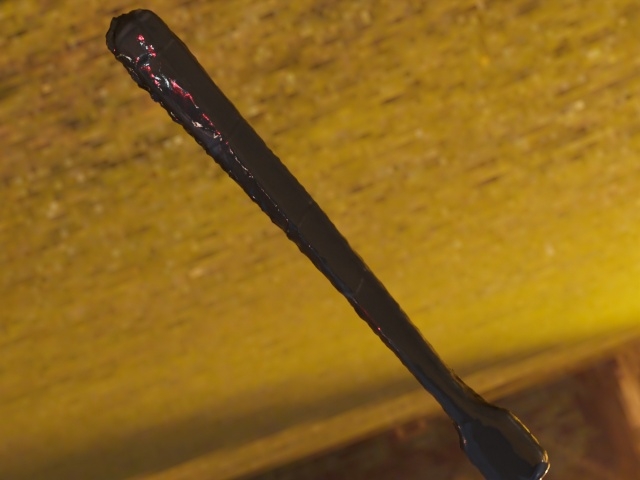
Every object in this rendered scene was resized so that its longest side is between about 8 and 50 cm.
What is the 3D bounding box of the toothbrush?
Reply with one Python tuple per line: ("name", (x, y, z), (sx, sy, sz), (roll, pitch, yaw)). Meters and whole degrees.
("toothbrush", (0.000, 0.000, 0.867), (0.030, 0.297, 0.030), (-45, 164, 10))
